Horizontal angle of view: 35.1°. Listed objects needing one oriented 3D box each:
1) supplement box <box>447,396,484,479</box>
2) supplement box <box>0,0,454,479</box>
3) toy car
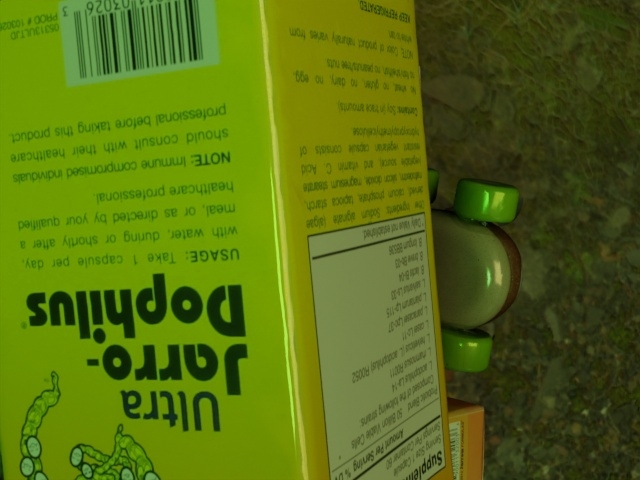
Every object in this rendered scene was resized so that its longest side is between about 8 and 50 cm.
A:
[{"bbox_3d":[0.036,0.186,0.854,0.233,0.078,0.080,-1,95,-40],"label":"supplement box"},{"bbox_3d":[-0.057,0.000,0.581,0.194,0.195,0.357,-11,96,-63],"label":"supplement box"},{"bbox_3d":[0.137,0.016,0.907,0.188,0.149,0.155,-5,107,-52],"label":"toy car"}]
